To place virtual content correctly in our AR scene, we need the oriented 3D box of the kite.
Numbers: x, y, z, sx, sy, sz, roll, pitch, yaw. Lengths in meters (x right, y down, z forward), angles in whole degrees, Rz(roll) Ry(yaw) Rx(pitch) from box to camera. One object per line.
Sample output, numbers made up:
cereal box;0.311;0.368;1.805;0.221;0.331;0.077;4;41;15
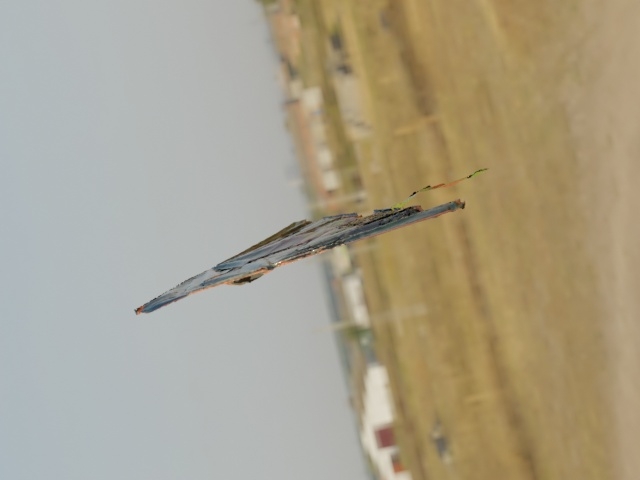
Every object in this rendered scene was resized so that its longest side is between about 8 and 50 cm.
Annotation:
kite;0.000;0.000;0.680;0.010;0.159;0.190;68;163;-6
